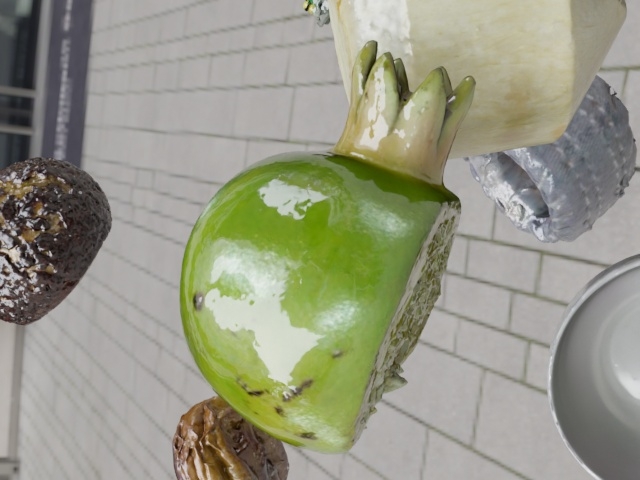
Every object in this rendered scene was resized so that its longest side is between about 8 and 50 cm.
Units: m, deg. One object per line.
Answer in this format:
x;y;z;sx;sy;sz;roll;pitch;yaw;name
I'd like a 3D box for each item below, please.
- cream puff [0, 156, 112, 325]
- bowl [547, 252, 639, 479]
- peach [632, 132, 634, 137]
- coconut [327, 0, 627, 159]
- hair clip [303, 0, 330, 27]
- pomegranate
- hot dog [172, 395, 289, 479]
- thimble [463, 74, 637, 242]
-0.402;-0.005;1.474;0.239;0.165;0.239;-39;28;25;cream puff
0.399;0.144;1.207;0.144;0.287;0.287;-38;-42;-77;bowl
0.445;-0.178;1.889;0.197;0.197;0.197;-175;90;-66;peach
0.160;-0.235;1.105;0.323;0.323;0.323;-175;90;-66;coconut
0.040;-0.423;1.555;0.321;0.091;0.138;-24;67;59;hair clip
0.000;0.000;0.938;0.310;0.216;0.358;-16;-58;-71;pomegranate
-0.094;0.281;1.191;0.160;0.099;0.227;-79;-17;-47;hot dog
0.318;-0.123;1.465;0.172;0.236;0.205;-40;22;-10;thimble
